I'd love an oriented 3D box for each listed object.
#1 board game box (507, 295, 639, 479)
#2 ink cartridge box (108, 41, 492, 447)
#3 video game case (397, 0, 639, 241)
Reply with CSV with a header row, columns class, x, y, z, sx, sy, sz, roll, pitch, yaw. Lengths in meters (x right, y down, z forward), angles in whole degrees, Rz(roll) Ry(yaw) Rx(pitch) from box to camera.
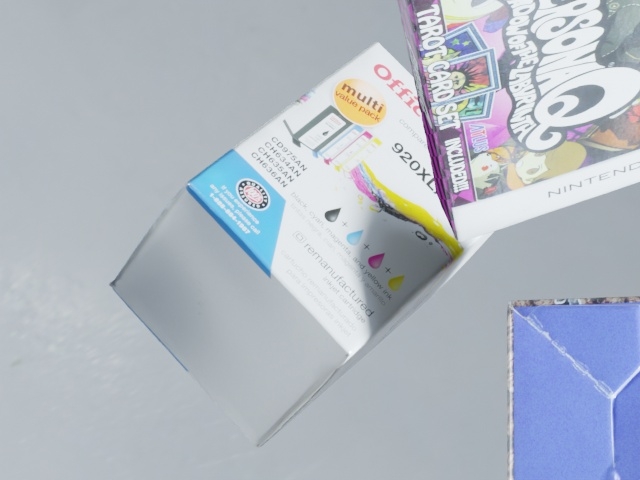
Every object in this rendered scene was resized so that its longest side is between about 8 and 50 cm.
class,x,y,z,sx,sy,sz,roll,pitch,yaw
board game box,0.218,0.194,1.344,0.141,0.291,0.232,-2,69,12
ink cartridge box,0.000,0.000,1.423,0.171,0.168,0.232,46,51,5
video game case,0.141,-0.105,0.849,0.210,0.232,0.042,-19,56,-2
